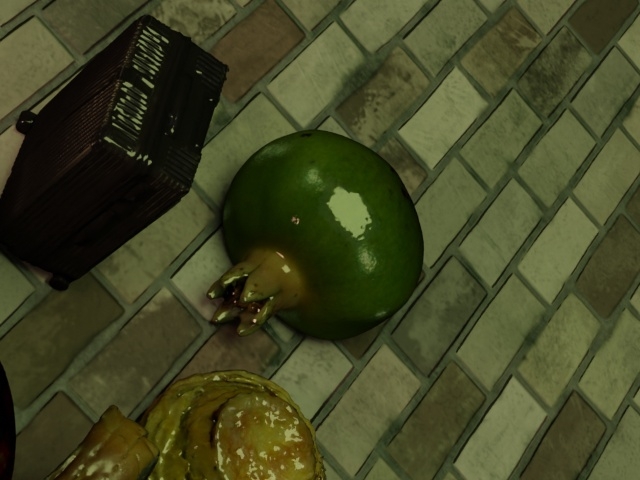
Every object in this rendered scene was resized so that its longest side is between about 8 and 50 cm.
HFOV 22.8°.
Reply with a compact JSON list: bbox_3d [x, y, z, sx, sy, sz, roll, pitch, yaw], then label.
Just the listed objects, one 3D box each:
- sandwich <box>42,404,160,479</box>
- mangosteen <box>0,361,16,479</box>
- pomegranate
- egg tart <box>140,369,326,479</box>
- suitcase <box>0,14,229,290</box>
[{"bbox_3d":[-0.308,0.345,1.792,0.099,0.271,0.301,40,47,1],"label":"sandwich"},{"bbox_3d":[-0.531,0.208,1.642,0.421,0.381,0.381,-1,66,-14],"label":"mangosteen"},{"bbox_3d":[0.000,0.000,2.249,0.358,0.216,0.310,-39,97,-42],"label":"pomegranate"},{"bbox_3d":[-0.102,0.289,2.082,0.294,0.123,0.294,16,58,-29],"label":"egg tart"},{"bbox_3d":[-0.280,-0.110,2.009,0.152,0.335,0.230,30,52,-23],"label":"suitcase"}]
